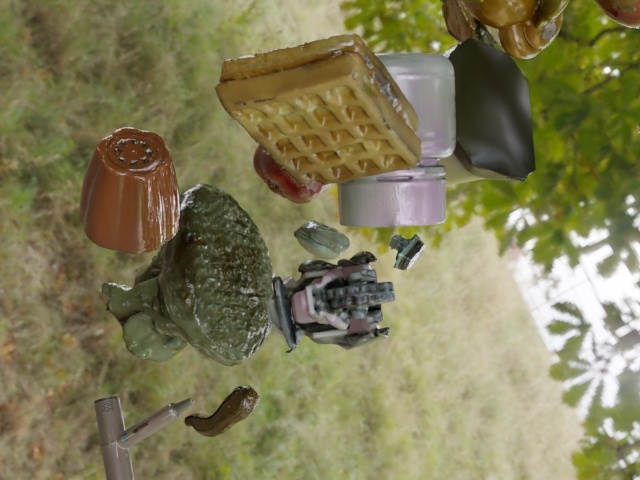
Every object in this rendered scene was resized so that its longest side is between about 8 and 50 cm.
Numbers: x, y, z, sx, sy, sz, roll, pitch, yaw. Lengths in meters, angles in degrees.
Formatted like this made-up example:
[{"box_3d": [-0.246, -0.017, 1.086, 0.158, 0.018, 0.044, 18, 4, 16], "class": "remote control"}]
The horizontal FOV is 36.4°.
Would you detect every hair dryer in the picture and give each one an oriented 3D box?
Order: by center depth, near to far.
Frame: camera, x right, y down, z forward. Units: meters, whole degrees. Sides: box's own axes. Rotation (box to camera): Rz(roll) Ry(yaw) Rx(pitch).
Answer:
[{"box_3d": [-0.322, 0.376, 1.851, 0.053, 0.220, 0.195, 23, 52, -65], "class": "hair dryer"}]

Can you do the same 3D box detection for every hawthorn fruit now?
[{"box_3d": [-0.035, -0.213, 2.400, 0.207, 0.243, 0.207, 36, -12, 9], "class": "hawthorn fruit"}]

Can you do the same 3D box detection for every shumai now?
[{"box_3d": [-0.295, 0.102, 2.093, 0.324, 0.323, 0.398, 28, 49, -51], "class": "shumai"}]

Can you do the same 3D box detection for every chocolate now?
[{"box_3d": [0.292, -0.274, 2.258, 0.297, 0.326, 0.314, -18, -111, 51], "class": "chocolate"}]

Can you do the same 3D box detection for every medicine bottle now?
[{"box_3d": [0.135, -0.192, 1.893, 0.256, 0.256, 0.325, -144, -127, -80], "class": "medicine bottle"}]

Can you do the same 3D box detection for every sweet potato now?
[{"box_3d": [-0.230, 0.410, 2.282, 0.062, 0.233, 0.081, 26, 43, -43], "class": "sweet potato"}]

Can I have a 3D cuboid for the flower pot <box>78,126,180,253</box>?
[{"box_3d": [-0.335, -0.098, 1.741, 0.191, 0.190, 0.173, 59, -32, 32], "class": "flower pot"}]

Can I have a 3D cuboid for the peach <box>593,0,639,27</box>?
[{"box_3d": [0.647, -0.538, 1.940, 0.231, 0.231, 0.231, 61, -4, 8], "class": "peach"}]

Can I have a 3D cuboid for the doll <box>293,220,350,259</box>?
[{"box_3d": [0.000, 0.000, 2.075, 0.103, 0.072, 0.214, 20, -1, -16], "class": "doll"}]

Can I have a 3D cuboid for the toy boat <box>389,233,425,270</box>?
[{"box_3d": [0.171, 0.017, 1.982, 0.066, 0.059, 0.140, 31, 27, 11], "class": "toy boat"}]

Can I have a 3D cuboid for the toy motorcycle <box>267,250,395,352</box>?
[{"box_3d": [0.010, 0.094, 1.430, 0.327, 0.188, 0.143, 85, -3, -85], "class": "toy motorcycle"}]

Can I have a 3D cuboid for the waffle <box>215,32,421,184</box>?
[{"box_3d": [0.010, -0.188, 1.449, 0.327, 0.224, 0.098, 40, 42, -61], "class": "waffle"}]

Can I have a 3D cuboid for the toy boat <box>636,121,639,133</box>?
[{"box_3d": [0.616, -0.222, 1.742, 0.215, 0.088, 0.102, -19, 105, -59], "class": "toy boat"}]

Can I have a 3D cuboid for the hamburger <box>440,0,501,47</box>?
[{"box_3d": [0.371, -0.570, 2.318, 0.155, 0.135, 0.208, 46, -12, 42], "class": "hamburger"}]

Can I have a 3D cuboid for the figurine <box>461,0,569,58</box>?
[{"box_3d": [0.389, -0.482, 1.942, 0.228, 0.215, 0.215, 22, -1, -6], "class": "figurine"}]
